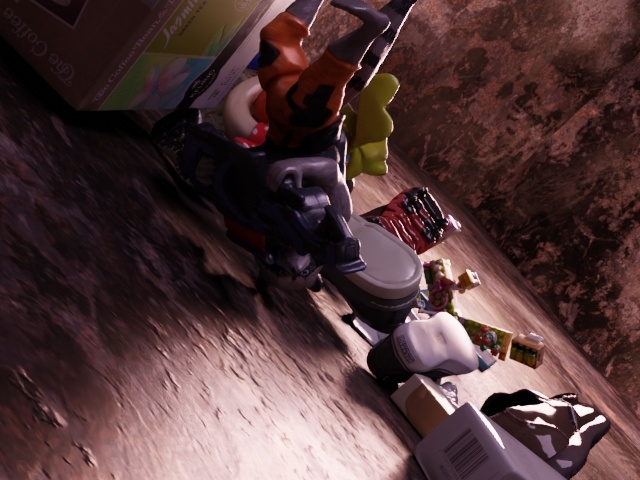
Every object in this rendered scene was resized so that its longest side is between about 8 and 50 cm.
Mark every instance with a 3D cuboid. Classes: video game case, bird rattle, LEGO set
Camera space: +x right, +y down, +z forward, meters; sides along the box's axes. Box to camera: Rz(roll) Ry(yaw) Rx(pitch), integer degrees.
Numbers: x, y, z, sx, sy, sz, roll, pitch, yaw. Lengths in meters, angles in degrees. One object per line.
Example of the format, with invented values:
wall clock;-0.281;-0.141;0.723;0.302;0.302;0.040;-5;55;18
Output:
video game case;0.222;0.145;2.244;0.166;0.015;0.119;48;10;10
bird rattle;-0.034;-0.128;1.670;0.207;0.253;0.143;48;-27;38
LEGO set;0.213;0.100;2.096;0.107;0.132;0.287;14;39;-57

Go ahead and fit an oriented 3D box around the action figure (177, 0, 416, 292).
action figure;0.005;-0.087;1.354;0.178;0.330;0.341;-2;27;-33

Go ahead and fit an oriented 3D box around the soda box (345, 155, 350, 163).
soda box;-0.039;-0.184;2.330;0.210;0.067;0.071;36;13;-47

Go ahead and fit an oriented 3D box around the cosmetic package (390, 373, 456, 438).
cosmetic package;0.134;0.205;1.517;0.115;0.041;0.060;50;10;22

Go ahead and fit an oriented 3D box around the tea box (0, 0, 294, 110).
tea box;-0.227;-0.323;1.450;0.329;0.220;0.323;45;20;10

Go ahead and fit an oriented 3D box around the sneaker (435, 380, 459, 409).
sneaker;0.155;0.205;1.636;0.069;0.038;0.098;51;20;18

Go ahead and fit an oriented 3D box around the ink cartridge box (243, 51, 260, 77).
ink cartridge box;-0.156;-0.293;2.045;0.270;0.151;0.395;37;14;-43

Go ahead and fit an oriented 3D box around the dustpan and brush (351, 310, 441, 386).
dustpan and brush;0.103;0.101;1.760;0.147;0.060;0.211;44;10;-12

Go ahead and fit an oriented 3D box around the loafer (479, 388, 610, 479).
loafer;0.269;0.230;1.701;0.130;0.134;0.366;50;10;9

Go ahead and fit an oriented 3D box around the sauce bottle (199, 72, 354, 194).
sauce bottle;-0.058;-0.132;1.897;0.111;0.111;0.344;51;10;29

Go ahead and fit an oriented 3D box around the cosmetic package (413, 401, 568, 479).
cosmetic package;0.209;0.275;1.426;0.231;0.085;0.117;42;10;-36

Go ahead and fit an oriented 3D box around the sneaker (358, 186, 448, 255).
sneaker;0.070;0.014;1.894;0.097;0.135;0.276;58;32;-2

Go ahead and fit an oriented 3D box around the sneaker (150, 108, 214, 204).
sneaker;-0.144;-0.094;1.563;0.073;0.063;0.162;60;2;-43

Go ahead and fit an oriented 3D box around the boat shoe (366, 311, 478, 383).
boat shoe;0.119;0.138;1.626;0.080;0.076;0.228;65;21;10

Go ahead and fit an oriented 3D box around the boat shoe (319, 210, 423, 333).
boat shoe;0.000;0.000;1.686;0.319;0.116;0.099;39;-36;35
